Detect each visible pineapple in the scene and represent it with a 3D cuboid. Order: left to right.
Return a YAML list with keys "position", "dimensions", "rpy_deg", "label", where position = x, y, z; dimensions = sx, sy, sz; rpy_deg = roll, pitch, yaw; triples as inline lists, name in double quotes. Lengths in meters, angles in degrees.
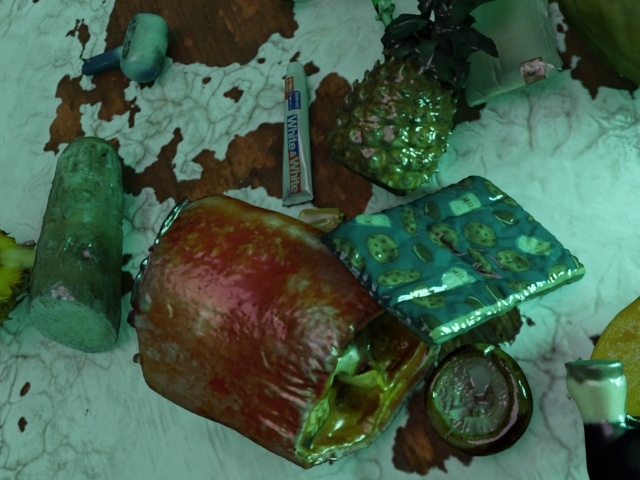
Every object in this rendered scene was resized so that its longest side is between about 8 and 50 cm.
- position: [-0.501, 0.068, 1.181]
  dimensions: [0.250, 0.164, 0.139]
  rpy_deg: [42, 131, 37]
  label: "pineapple"
- position: [0.134, -0.209, 0.907]
  dimensions: [0.170, 0.141, 0.310]
  rpy_deg: [34, 97, 51]
  label: "pineapple"

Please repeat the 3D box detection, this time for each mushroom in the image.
- position: [0.171, 0.172, 0.807]
  dimensions: [0.123, 0.052, 0.123]
  rpy_deg: [-16, 57, 26]
  label: "mushroom"

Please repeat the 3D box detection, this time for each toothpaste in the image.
- position: [-0.033, -0.153, 1.059]
  dimensions: [0.052, 0.033, 0.218]
  rpy_deg: [-11, 70, 28]
  label: "toothpaste"

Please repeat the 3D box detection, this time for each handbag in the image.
- position: [0.000, 0.000, 0.981]
  dimensions: [0.061, 0.027, 0.083]
  rpy_deg: [-2, 74, 23]
  label: "handbag"

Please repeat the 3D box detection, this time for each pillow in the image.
- position: [0.148, 0.012, 0.810]
  dimensions: [0.256, 0.034, 0.189]
  rpy_deg: [-20, 49, -31]
  label: "pillow"
- position: [0.235, -0.283, 0.959]
  dimensions: [0.128, 0.051, 0.229]
  rpy_deg: [-19, 60, 33]
  label: "pillow"

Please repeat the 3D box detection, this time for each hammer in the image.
- position: [-0.342, -0.312, 1.267]
  dimensions: [0.194, 0.069, 0.116]
  rpy_deg: [-7, 67, 34]
  label: "hammer"

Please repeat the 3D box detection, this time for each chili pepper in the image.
- position: [-0.051, 0.105, 0.849]
  dimensions: [0.305, 0.229, 0.251]
  rpy_deg: [22, 67, 33]
  label: "chili pepper"

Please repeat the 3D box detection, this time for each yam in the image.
- position: [-0.352, -0.008, 1.106]
  dimensions: [0.133, 0.133, 0.330]
  rpy_deg: [-12, 63, 23]
  label: "yam"

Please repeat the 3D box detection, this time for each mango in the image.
- position: [0.352, 0.106, 0.716]
  dimensions: [0.217, 0.102, 0.141]
  rpy_deg: [-58, 33, -7]
  label: "mango"

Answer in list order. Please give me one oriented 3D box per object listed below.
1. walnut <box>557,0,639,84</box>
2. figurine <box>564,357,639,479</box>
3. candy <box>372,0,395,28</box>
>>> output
- position: [0.401, -0.279, 0.739]
  dimensions: [0.333, 0.333, 0.332]
  rpy_deg: [-10, 66, 24]
  label: "walnut"
- position: [0.276, 0.273, 0.544]
  dimensions: [0.241, 0.411, 0.306]
  rpy_deg: [-10, 23, 44]
  label: "figurine"
- position: [0.092, -0.318, 1.044]
  dimensions: [0.097, 0.097, 0.323]
  rpy_deg: [-25, 69, 17]
  label: "candy"
